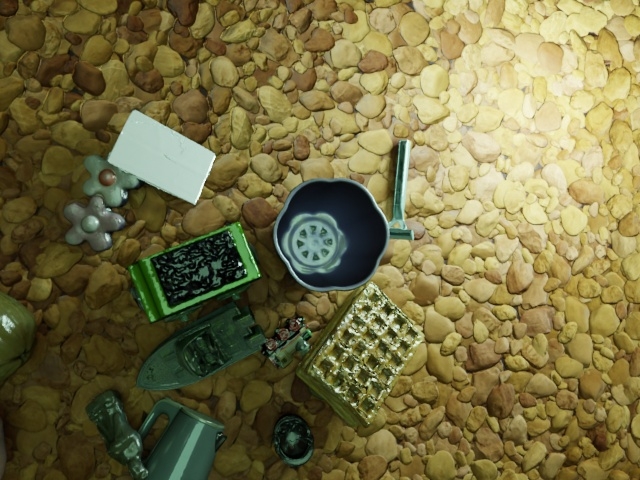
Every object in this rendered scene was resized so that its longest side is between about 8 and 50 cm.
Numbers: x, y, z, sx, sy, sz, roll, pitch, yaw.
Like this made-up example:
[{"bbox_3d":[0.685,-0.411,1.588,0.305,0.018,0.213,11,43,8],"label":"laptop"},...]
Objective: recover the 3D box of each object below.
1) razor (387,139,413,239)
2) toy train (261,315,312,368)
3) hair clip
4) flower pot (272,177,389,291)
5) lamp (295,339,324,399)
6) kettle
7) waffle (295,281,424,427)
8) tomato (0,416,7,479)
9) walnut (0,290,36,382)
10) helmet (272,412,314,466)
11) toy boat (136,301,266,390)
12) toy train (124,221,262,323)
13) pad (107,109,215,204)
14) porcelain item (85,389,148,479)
[{"bbox_3d":[0.214,-0.136,1.458,0.111,0.056,0.278,3,76,25],"label":"razor"},{"bbox_3d":[-0.081,0.254,1.360,0.138,0.050,0.087,-40,98,-13],"label":"toy train"},{"bbox_3d":[-0.523,-0.097,1.297,0.146,0.075,0.257,25,85,-13],"label":"hair clip"},{"bbox_3d":[0.000,0.000,1.302,0.265,0.243,0.265,2,83,-13],"label":"flower pot"},{"bbox_3d":[-0.012,0.316,1.339,0.091,0.091,0.163,-36,100,-12],"label":"lamp"},{"bbox_3d":[-0.347,0.508,1.249,0.210,0.160,0.243,18,73,20],"label":"kettle"},{"bbox_3d":[0.102,0.275,1.318,0.213,0.091,0.308,45,55,-4],"label":"waffle"},{"bbox_3d":[-0.794,0.451,1.069,0.321,0.321,0.322,1,84,-11],"label":"tomato"},{"bbox_3d":[-0.754,0.196,1.135,0.282,0.283,0.227,19,106,-9],"label":"walnut"},{"bbox_3d":[-0.069,0.483,1.328,0.098,0.070,0.123,-18,95,-6],"label":"helmet"},{"bbox_3d":[-0.292,0.267,1.283,0.319,0.092,0.141,-27,118,-4],"label":"toy boat"},{"bbox_3d":[-0.284,0.081,1.235,0.307,0.249,0.174,-22,87,-12],"label":"toy train"},{"bbox_3d":[-0.380,-0.201,1.319,0.232,0.004,0.157,28,67,-24],"label":"pad"},{"bbox_3d":[-0.449,0.446,1.210,0.081,0.069,0.216,-36,65,-6],"label":"porcelain item"}]
